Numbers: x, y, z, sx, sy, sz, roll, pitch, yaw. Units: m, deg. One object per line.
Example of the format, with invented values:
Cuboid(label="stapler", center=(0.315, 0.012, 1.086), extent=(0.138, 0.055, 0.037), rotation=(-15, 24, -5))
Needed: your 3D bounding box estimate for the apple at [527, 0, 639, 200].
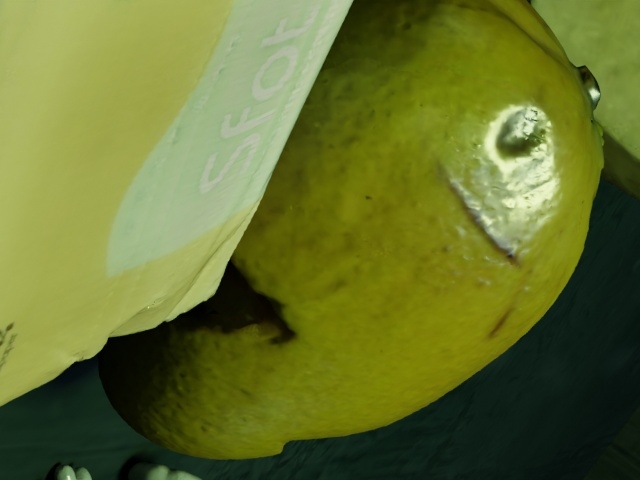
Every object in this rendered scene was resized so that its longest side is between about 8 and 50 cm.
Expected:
Cuboid(label="apple", center=(0.215, -0.138, 0.757), extent=(0.292, 0.254, 0.292), rotation=(-160, -90, -82))

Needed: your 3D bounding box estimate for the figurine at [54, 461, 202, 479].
Cuboid(label="figurine", center=(-0.104, 0.199, 0.901), extent=(0.140, 0.193, 0.265), rotation=(-29, -167, 3))

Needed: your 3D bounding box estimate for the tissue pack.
Cuboid(label="tissue pack", center=(-0.071, -0.053, 0.530), extent=(0.186, 0.090, 0.222), rotation=(-26, 149, -50))

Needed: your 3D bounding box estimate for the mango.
Cuboid(label="mango", center=(0.000, 0.000, 0.718), extent=(0.130, 0.167, 0.262), rotation=(-92, -155, -44))
